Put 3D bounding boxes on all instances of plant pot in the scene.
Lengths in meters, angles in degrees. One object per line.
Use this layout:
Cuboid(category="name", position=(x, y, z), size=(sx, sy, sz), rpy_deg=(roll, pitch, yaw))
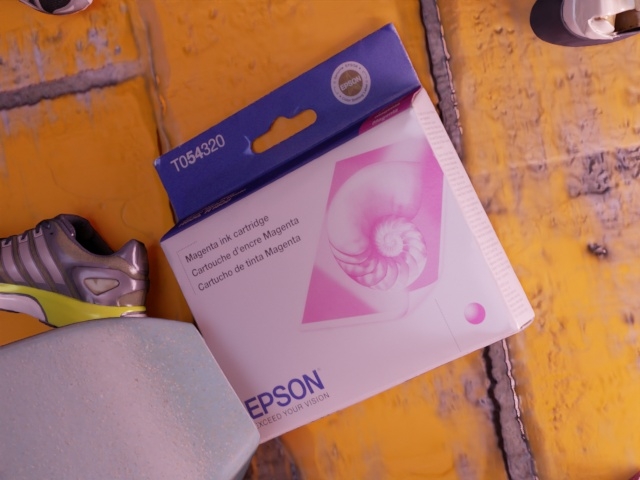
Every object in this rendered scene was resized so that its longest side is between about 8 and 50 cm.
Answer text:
Cuboid(category="plant pot", position=(-0.207, 0.215, 1.243), size=(0.248, 0.252, 0.247), rpy_deg=(56, 156, 18))

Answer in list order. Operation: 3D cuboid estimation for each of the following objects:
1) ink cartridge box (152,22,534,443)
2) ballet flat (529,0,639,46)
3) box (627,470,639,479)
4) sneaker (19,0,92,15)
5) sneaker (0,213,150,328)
Cuboid(category="ink cartridge box", position=(0.000, 0.000, 1.247), size=(0.324, 0.071, 0.330), rpy_deg=(-28, 86, 25))
Cuboid(category="ballet flat", position=(0.278, -0.213, 1.091), size=(0.203, 0.074, 0.074), rpy_deg=(-3, 96, 25))
Cuboid(category="box", position=(0.275, 0.376, 1.143), size=(0.243, 0.117, 0.213), rpy_deg=(-44, 78, 22))
Cuboid(category="sneaker", position=(-0.341, -0.303, 1.353), size=(0.214, 0.083, 0.084), rpy_deg=(22, 104, 19))
Cuboid(category="sneaker", position=(-0.314, 0.023, 1.383), size=(0.299, 0.111, 0.121), rpy_deg=(15, 93, 16))
